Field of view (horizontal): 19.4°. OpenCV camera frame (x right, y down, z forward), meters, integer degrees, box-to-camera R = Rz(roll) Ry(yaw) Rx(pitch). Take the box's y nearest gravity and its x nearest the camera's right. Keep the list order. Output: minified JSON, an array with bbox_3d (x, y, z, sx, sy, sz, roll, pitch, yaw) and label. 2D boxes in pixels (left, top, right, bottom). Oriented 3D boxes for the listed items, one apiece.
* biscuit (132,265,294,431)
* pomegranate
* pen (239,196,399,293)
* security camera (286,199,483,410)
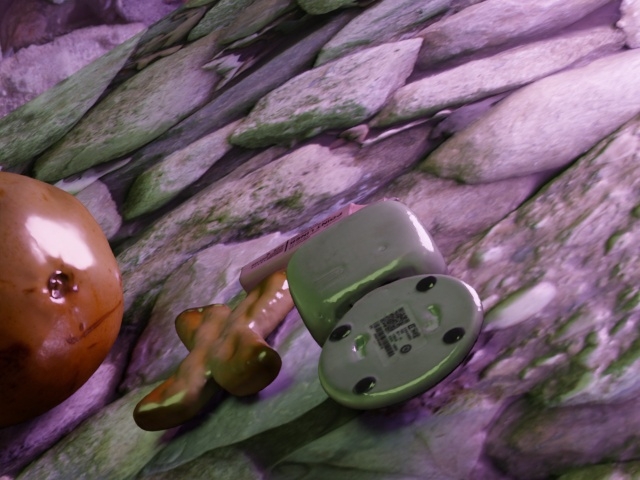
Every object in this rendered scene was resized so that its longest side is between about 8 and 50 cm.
[{"bbox_3d":[-0.093,0.107,1.879,0.164,0.047,0.208,-26,20,21],"label":"biscuit"},{"bbox_3d":[-0.377,0.066,2.058,0.319,0.319,0.319,-28,20,11],"label":"pomegranate"},{"bbox_3d":[0.000,0.000,2.018,0.197,0.032,0.053,-28,19,17],"label":"pen"},{"bbox_3d":[0.061,0.070,1.698,0.157,0.080,0.301,-30,29,1],"label":"security camera"}]
